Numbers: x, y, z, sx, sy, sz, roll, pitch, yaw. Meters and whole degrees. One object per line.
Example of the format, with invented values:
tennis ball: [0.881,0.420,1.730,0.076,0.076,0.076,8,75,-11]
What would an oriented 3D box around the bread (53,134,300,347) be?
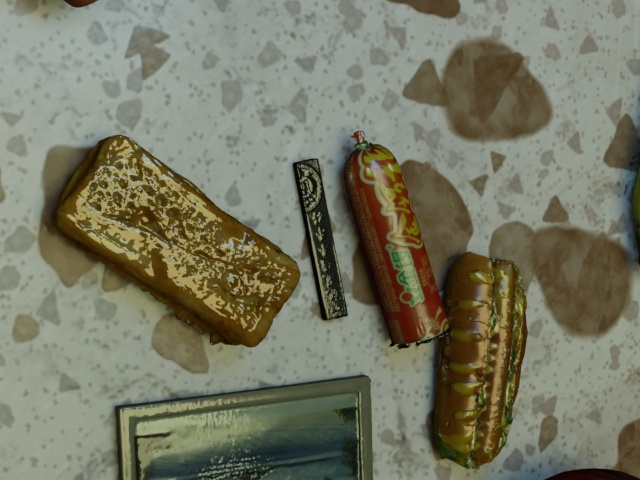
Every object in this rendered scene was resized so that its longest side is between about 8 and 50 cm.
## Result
bread: [-0.155,0.008,1.336,0.271,0.077,0.139,35,82,-23]

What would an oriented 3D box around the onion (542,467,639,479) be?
onion: [0.360,0.450,1.488,0.353,0.353,0.354,-2,94,-26]

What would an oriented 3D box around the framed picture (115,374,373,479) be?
framed picture: [-0.079,0.286,1.423,0.315,0.024,0.232,-5,94,-27]

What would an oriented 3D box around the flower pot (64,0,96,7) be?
flower pot: [-0.248,-0.335,1.223,0.190,0.190,0.173,-46,125,-17]

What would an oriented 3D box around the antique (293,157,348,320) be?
antique: [0.000,0.000,1.447,0.031,0.015,0.192,-16,100,-25]

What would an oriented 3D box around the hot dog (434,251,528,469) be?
hot dog: [0.201,0.149,1.530,0.115,0.072,0.269,1,92,-34]

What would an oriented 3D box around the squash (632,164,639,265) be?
squash: [0.471,-0.093,1.617,0.137,0.137,0.287,25,84,-26]

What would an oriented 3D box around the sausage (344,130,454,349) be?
sausage: [0.081,-0.004,1.457,0.083,0.083,0.264,-23,102,-23]
